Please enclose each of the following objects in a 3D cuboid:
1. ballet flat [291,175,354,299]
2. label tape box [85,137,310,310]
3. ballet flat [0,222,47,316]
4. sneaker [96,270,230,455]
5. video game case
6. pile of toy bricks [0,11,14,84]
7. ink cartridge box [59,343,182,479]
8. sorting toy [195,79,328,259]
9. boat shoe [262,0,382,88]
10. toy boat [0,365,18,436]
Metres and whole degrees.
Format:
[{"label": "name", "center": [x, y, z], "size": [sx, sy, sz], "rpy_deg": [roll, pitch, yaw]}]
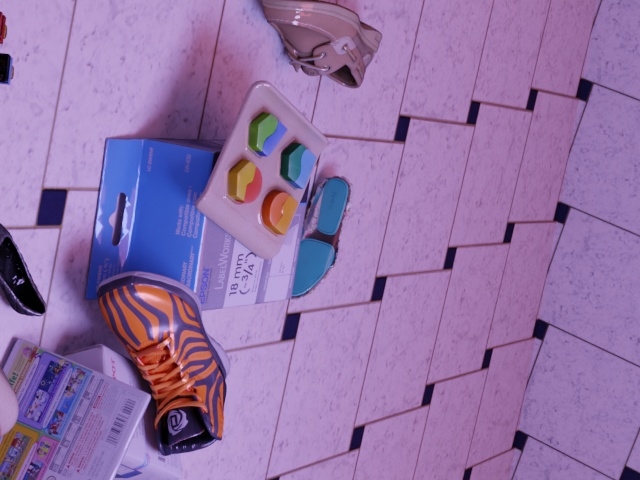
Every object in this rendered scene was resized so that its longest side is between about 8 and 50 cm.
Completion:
[{"label": "ballet flat", "center": [0.000, 0.000, 2.330], "size": [0.077, 0.091, 0.241], "rpy_deg": [78, 37, -78]}, {"label": "label tape box", "center": [-0.168, -0.023, 1.924], "size": [0.334, 0.106, 0.240], "rpy_deg": [-5, 108, -50]}, {"label": "ballet flat", "center": [-0.391, 0.032, 1.669], "size": [0.057, 0.049, 0.173], "rpy_deg": [-57, 148, -30]}, {"label": "sneaker", "center": [-0.204, 0.184, 1.827], "size": [0.321, 0.125, 0.180], "rpy_deg": [54, 22, -47]}, {"label": "video game case", "center": [-0.353, 0.261, 1.722], "size": [0.023, 0.193, 0.212], "rpy_deg": [105, 8, -77]}, {"label": "pile of toy bricks", "center": [-0.409, -0.168, 1.497], "size": [0.105, 0.118, 0.212], "rpy_deg": [166, -68, -85]}, {"label": "ink cartridge box", "center": [-0.288, 0.254, 1.866], "size": [0.212, 0.093, 0.154], "rpy_deg": [46, 33, -60]}, {"label": "sorting toy", "center": [-0.075, -0.097, 1.892], "size": [0.193, 0.038, 0.208], "rpy_deg": [40, 71, -49]}, {"label": "boat shoe", "center": [0.005, -0.317, 2.123], "size": [0.341, 0.122, 0.110], "rpy_deg": [11, 94, -63]}, {"label": "toy boat", "center": [-0.460, 0.164, 1.556], "size": [0.151, 0.151, 0.231], "rpy_deg": [-31, 138, -11]}]
